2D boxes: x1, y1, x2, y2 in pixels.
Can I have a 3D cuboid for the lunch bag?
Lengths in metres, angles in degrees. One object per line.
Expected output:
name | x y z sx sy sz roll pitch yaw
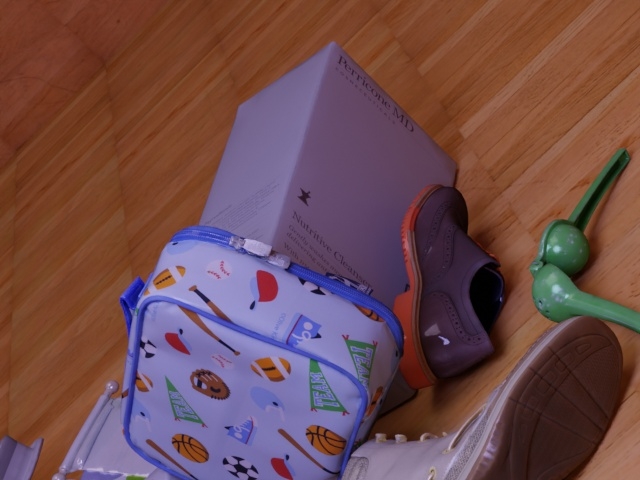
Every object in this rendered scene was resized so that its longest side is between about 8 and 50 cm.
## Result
lunch bag | -0.064 0.118 1.645 0.303 0.243 0.115 106 -171 -52

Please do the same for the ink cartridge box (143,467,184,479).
ink cartridge box | -0.196 0.368 1.731 0.278 0.117 0.201 -42 21 13

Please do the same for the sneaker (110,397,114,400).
sneaker | -0.251 0.228 2.199 0.069 0.038 0.098 -50 21 -10

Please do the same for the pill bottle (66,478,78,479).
pill bottle | -0.285 0.347 1.955 0.108 0.108 0.180 -29 27 40

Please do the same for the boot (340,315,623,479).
boot | 0.121 0.170 1.519 0.262 0.095 0.203 -58 22 -15

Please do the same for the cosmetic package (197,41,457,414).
cosmetic package | 0.000 0.000 1.886 0.156 0.217 0.385 -32 27 33

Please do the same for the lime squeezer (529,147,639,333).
lime squeezer | 0.234 0.011 1.634 0.110 0.059 0.310 -38 22 22

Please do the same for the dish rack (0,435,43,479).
dish rack | -0.437 0.383 2.095 0.333 0.072 0.285 -57 11 20

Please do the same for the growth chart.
growth chart | -0.174 0.226 1.954 0.237 0.021 0.172 6 48 32

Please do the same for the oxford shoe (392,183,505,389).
oxford shoe | 0.133 0.036 1.766 0.098 0.097 0.271 -16 36 19
